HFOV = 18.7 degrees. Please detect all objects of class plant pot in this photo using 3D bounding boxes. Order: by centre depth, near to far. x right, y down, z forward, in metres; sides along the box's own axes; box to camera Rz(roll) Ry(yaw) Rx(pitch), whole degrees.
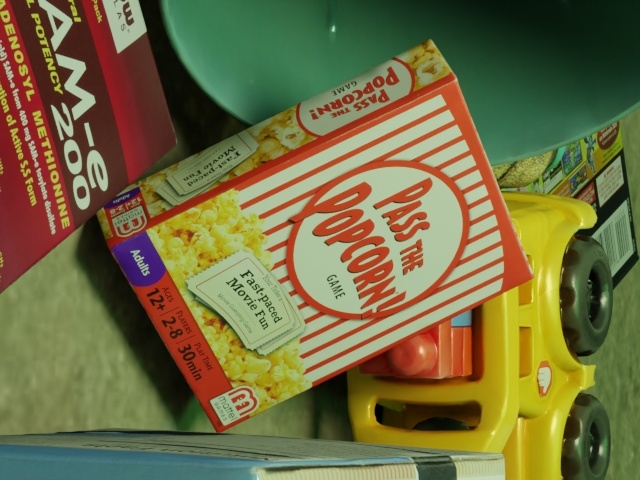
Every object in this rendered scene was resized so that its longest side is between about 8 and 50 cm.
[{"bbox_3d":[0.058,-0.219,1.031,0.293,0.293,0.235,53,26,-48],"label":"plant pot"}]

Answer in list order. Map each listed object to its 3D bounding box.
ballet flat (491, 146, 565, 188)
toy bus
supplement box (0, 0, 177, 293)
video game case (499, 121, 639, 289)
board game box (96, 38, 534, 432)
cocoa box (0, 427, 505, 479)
[{"bbox_3d":[0.094,-0.205,1.266,0.123,0.123,0.348,25,60,-59],"label":"ballet flat"},{"bbox_3d":[0.081,0.081,1.180,0.211,0.149,0.220,-5,95,-66],"label":"toy bus"},{"bbox_3d":[-0.161,-0.049,0.831,0.239,0.073,0.130,-47,130,-53],"label":"supplement box"},{"bbox_3d":[0.170,-0.048,1.482,0.275,0.035,0.248,-39,124,-54],"label":"video game case"},{"bbox_3d":[0.000,0.000,1.017,0.146,0.193,0.045,63,0,-39],"label":"board game box"},{"bbox_3d":[-0.068,0.257,0.829,0.228,0.231,0.347,9,81,-60],"label":"cocoa box"}]
